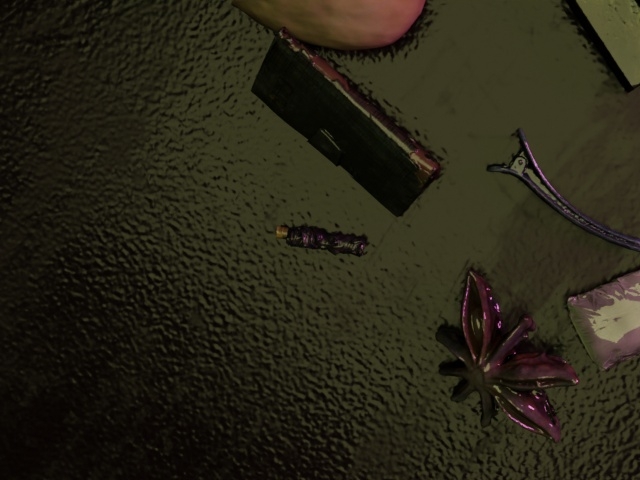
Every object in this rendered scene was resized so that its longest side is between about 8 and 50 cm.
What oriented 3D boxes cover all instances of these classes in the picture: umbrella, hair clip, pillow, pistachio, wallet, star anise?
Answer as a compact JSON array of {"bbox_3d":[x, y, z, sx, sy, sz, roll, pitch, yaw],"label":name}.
[{"bbox_3d":[0.000,0.000,1.906,0.144,0.040,0.037,9,104,7],"label":"umbrella"},{"bbox_3d":[0.387,-0.057,1.859,0.275,0.048,0.083,38,96,-2],"label":"hair clip"},{"bbox_3d":[0.502,0.106,1.849,0.229,0.051,0.128,-22,94,6],"label":"pillow"},{"bbox_3d":[0.012,-0.380,1.801,0.299,0.187,0.187,7,95,11],"label":"pistachio"},{"bbox_3d":[0.034,-0.173,1.831,0.317,0.169,0.044,41,61,2],"label":"wallet"},{"bbox_3d":[0.286,0.193,1.852,0.257,0.111,0.198,38,123,18],"label":"star anise"}]

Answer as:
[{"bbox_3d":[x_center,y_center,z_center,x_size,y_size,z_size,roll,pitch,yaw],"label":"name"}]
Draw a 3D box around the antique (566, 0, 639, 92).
[{"bbox_3d":[0.434,-0.334,1.808,0.080,0.081,0.221,-35,89,6],"label":"antique"}]
